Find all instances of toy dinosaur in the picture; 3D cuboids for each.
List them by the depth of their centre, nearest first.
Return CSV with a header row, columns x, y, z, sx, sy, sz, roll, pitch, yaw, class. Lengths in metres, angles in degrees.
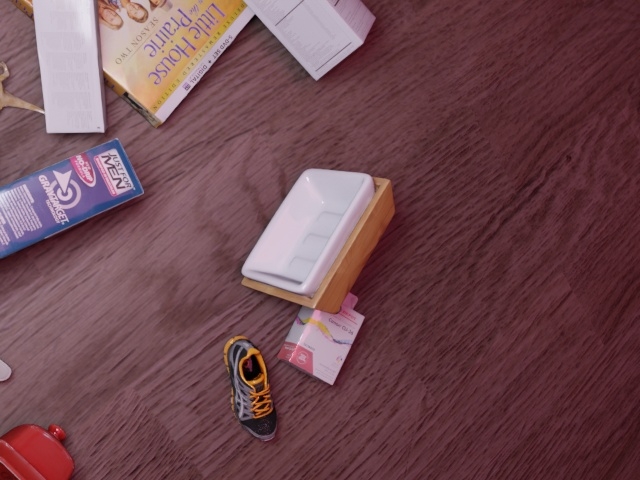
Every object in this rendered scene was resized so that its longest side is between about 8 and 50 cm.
x,y,z,sx,sy,sz,roll,pitch,yaw,class
-0.555,-0.254,1.195,0.183,0.053,0.093,1,81,-56,toy dinosaur

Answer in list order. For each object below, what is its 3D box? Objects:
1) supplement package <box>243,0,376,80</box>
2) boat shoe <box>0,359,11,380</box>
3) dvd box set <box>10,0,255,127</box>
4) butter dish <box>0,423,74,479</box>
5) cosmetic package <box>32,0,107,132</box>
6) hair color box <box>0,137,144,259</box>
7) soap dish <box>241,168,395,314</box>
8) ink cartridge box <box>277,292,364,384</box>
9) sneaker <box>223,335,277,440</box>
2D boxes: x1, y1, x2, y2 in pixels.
x,y,z,sx,sy,sz,roll,pitch,yaw,class
-0.028,-0.471,1.400,0.244,0.139,0.134,45,37,-19,supplement package
-0.578,0.198,1.178,0.125,0.038,0.046,23,97,-24,boat shoe
-0.364,-0.460,1.293,0.420,0.062,0.308,43,72,-20,dvd box set
-0.476,0.360,1.181,0.160,0.160,0.118,54,44,-15,butter dish
-0.424,-0.307,1.207,0.098,0.060,0.239,-1,109,-7,cosmetic package
-0.483,-0.045,1.157,0.347,0.174,0.105,-29,102,-25,hair color box
0.000,0.000,1.386,0.118,0.229,0.291,45,69,-37,soap dish
0.010,0.182,1.463,0.115,0.067,0.198,32,74,-22,ink cartridge box
-0.131,0.294,1.380,0.084,0.083,0.215,-23,100,-27,sneaker
